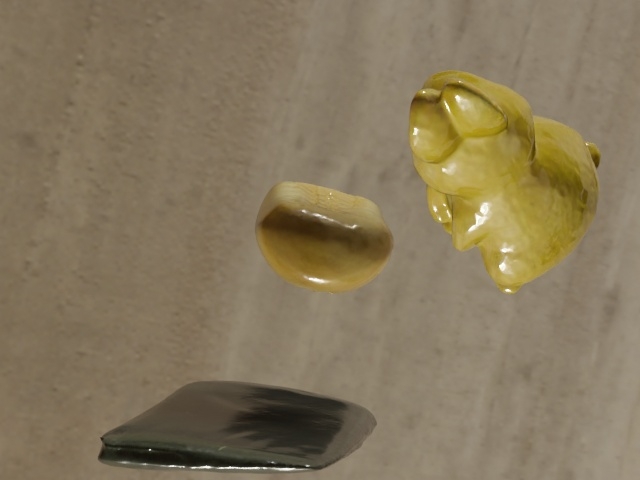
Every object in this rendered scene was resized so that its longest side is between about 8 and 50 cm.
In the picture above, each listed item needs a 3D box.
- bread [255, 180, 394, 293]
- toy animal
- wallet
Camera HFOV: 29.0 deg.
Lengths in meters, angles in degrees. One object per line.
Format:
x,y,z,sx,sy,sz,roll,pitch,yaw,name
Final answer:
0.000,0.000,1.320,0.217,0.147,0.098,-75,-178,-81,bread
0.074,-0.041,0.541,0.083,0.159,0.070,-43,-122,5,toy animal
-0.055,0.148,0.935,0.245,0.169,0.052,-3,98,-79,wallet
